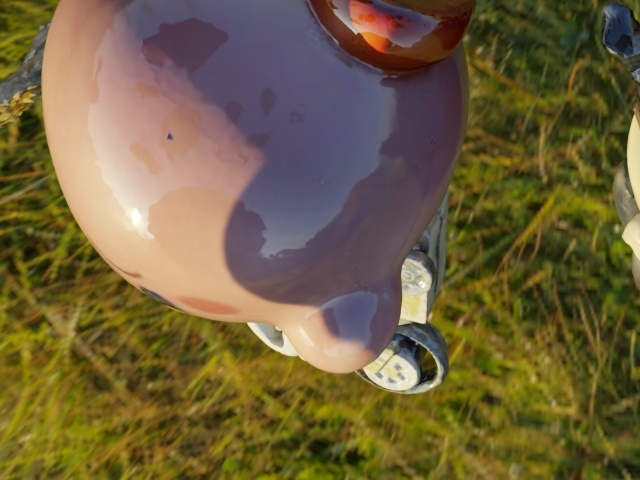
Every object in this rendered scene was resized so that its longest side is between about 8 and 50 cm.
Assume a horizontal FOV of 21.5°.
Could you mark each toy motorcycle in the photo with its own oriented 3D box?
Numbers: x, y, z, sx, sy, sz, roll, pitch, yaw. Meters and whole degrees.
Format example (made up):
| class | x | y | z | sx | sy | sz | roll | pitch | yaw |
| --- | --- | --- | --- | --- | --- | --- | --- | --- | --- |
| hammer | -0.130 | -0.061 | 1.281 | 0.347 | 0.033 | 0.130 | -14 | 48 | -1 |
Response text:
| class | x | y | z | sx | sy | sz | roll | pitch | yaw |
| --- | --- | --- | --- | --- | --- | --- | --- | --- | --- |
| toy motorcycle | 0.000 | 0.000 | 0.913 | 0.151 | 0.074 | 0.229 | 10 | 139 | 18 |

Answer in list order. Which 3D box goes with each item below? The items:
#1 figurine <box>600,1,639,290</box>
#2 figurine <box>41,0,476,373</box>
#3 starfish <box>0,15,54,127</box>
| class | x | y | z | sx | sy | sz | roll | pitch | yaw |
| --- | --- | --- | --- | --- | --- | --- | --- | --- | --- |
| figurine | 0.190 | -0.037 | 0.661 | 0.197 | 0.265 | 0.175 | 29 | 87 | 10 |
| figurine | -0.028 | -0.050 | 0.652 | 0.173 | 0.173 | 0.173 | 2 | 102 | 9 |
| starfish | -0.326 | -0.098 | 1.166 | 0.398 | 0.384 | 0.132 | -4 | 102 | 30 |
